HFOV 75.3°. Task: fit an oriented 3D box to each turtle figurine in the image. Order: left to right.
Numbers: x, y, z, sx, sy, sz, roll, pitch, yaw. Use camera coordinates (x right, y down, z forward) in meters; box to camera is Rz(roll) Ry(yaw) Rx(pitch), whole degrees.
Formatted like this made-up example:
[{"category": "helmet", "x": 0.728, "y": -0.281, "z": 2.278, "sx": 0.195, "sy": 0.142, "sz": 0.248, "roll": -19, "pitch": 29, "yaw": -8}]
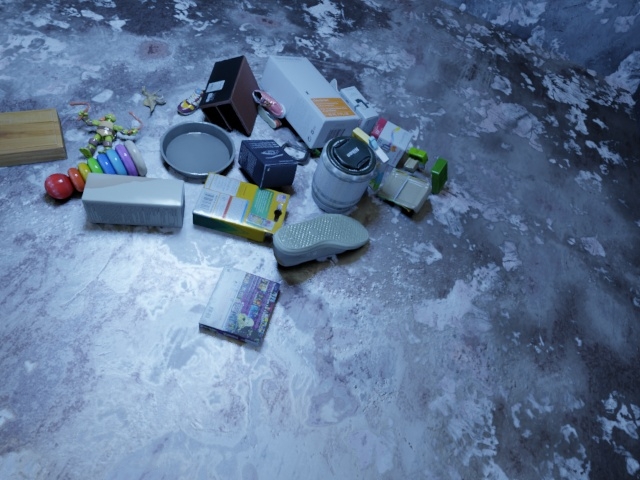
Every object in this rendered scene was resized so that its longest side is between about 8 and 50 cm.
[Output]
[{"category": "turtle figurine", "x": -0.848, "y": -0.419, "z": 1.604, "sx": 0.270, "sy": 0.087, "sz": 0.217, "roll": 15, "pitch": 64, "yaw": -17}]

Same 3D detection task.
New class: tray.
[{"category": "tray", "x": -1.161, "y": -0.362, "z": 1.485, "sx": 0.412, "sy": 0.076, "sz": 0.202, "roll": -14, "pitch": 64, "yaw": -23}]

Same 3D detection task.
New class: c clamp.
[{"category": "c clamp", "x": -0.101, "y": -0.400, "z": 1.844, "sx": 0.161, "sy": 0.022, "sz": 0.137, "roll": 14, "pitch": 65, "yaw": -1}]

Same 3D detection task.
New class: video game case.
[{"category": "video game case", "x": -0.269, "y": 0.217, "z": 1.410, "sx": 0.211, "sy": 0.041, "sz": 0.231, "roll": 19, "pitch": 56, "yaw": -4}]

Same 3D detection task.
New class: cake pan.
[{"category": "cake pan", "x": -0.498, "y": -0.366, "z": 1.692, "sx": 0.294, "sy": 0.054, "sz": 0.292, "roll": 7, "pitch": 58, "yaw": -12}]

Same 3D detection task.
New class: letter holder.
[{"category": "letter holder", "x": -0.387, "y": -0.628, "z": 1.846, "sx": 0.152, "sy": 0.214, "sz": 0.301, "roll": -5, "pitch": 56, "yaw": 18}]

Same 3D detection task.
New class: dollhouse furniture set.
[{"category": "dollhouse furniture set", "x": 0.418, "y": -0.244, "z": 1.881, "sx": 0.198, "sy": 0.151, "sz": 0.301, "roll": 28, "pitch": 71, "yaw": 26}]

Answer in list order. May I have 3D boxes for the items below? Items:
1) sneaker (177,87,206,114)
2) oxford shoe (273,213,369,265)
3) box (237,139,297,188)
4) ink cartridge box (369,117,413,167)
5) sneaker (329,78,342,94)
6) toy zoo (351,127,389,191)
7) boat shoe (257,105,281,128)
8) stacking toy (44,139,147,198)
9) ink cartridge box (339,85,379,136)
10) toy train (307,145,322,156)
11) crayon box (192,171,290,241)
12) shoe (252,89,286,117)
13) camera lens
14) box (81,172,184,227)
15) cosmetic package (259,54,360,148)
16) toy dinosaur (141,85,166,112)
[{"category": "sneaker", "x": -0.550, "y": -0.622, "z": 1.815, "sx": 0.070, "sy": 0.083, "sz": 0.185, "roll": 40, "pitch": 57, "yaw": 9}, {"category": "oxford shoe", "x": 0.000, "y": 0.000, "z": 1.581, "sx": 0.450, "sy": 0.130, "sz": 0.169, "roll": -12, "pitch": 57, "yaw": -39}, {"category": "box", "x": -0.214, "y": -0.311, "z": 1.661, "sx": 0.153, "sy": 0.108, "sz": 0.207, "roll": -10, "pitch": 45, "yaw": -35}, {"category": "ink cartridge box", "x": 0.318, "y": -0.457, "z": 1.941, "sx": 0.176, "sy": 0.128, "sz": 0.127, "roll": 28, "pitch": 56, "yaw": 2}, {"category": "sneaker", "x": 0.089, "y": -0.753, "z": 2.111, "sx": 0.065, "sy": 0.061, "sz": 0.157, "roll": 12, "pitch": 53, "yaw": -42}, {"category": "toy zoo", "x": 0.196, "y": -0.346, "z": 1.741, "sx": 0.030, "sy": 0.293, "sz": 0.192, "roll": -36, "pitch": 74, "yaw": -15}, {"category": "boat shoe", "x": -0.235, "y": -0.569, "z": 1.897, "sx": 0.043, "sy": 0.049, "sz": 0.137, "roll": -35, "pitch": 76, "yaw": -34}, {"category": "stacking toy", "x": -0.810, "y": -0.240, "z": 1.494, "sx": 0.331, "sy": 0.141, "sz": 0.141, "roll": -29, "pitch": 71, "yaw": -21}, {"category": "ink cartridge box", "x": 0.165, "y": -0.600, "z": 1.971, "sx": 0.087, "sy": 0.153, "sz": 0.208, "roll": -24, "pitch": 70, "yaw": -29}, {"category": "toy train", "x": -0.025, "y": -0.409, "z": 1.875, "sx": 0.083, "sy": 0.023, "sz": 0.017, "roll": 37, "pitch": 57, "yaw": 8}, {"category": "crayon box", "x": -0.298, "y": -0.120, "z": 1.583, "sx": 0.324, "sy": 0.083, "sz": 0.202, "roll": 15, "pitch": 56, "yaw": -6}, {"category": "shoe", "x": -0.232, "y": -0.610, "z": 1.852, "sx": 0.081, "sy": 0.063, "sz": 0.178, "roll": -6, "pitch": 48, "yaw": -50}, {"category": "camera lens", "x": 0.089, "y": -0.263, "z": 1.668, "sx": 0.220, "sy": 0.274, "sz": 0.219, "roll": 7, "pitch": 58, "yaw": -12}, {"category": "box", "x": -0.643, "y": -0.137, "z": 1.457, "sx": 0.312, "sy": 0.148, "sz": 0.121, "roll": 4, "pitch": 58, "yaw": -16}, {"category": "cosmetic package", "x": -0.055, "y": -0.637, "z": 1.891, "sx": 0.230, "sy": 0.161, "sz": 0.453, "roll": -19, "pitch": 63, "yaw": -40}, {"category": "toy dinosaur", "x": -0.717, "y": -0.599, "z": 1.784, "sx": 0.093, "sy": 0.053, "sz": 0.183, "roll": -22, "pitch": 59, "yaw": -10}]
